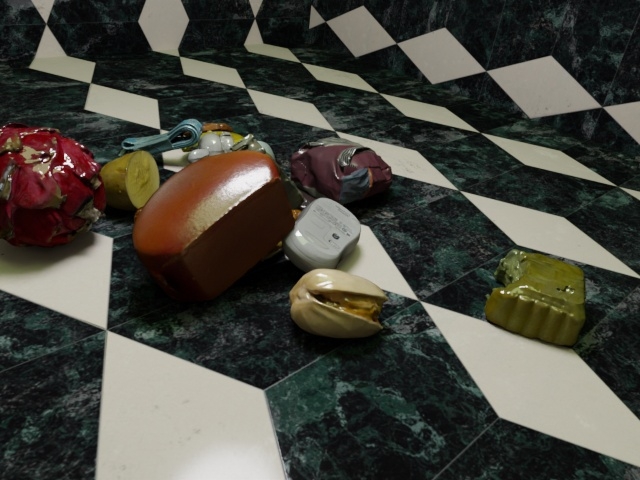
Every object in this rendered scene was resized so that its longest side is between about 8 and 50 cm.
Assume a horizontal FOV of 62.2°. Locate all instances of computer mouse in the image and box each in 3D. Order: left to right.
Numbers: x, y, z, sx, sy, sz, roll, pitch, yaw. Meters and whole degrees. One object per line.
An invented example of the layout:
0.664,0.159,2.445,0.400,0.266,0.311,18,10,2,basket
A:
0.000,0.000,1.431,0.184,0.121,0.297,32,31,0,computer mouse

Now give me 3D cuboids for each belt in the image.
-0.548,-0.341,1.814,0.302,0.087,0.072,-14,36,9,belt

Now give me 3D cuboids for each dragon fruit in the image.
-0.706,-0.132,1.319,0.329,0.329,0.329,6,31,-3,dragon fruit

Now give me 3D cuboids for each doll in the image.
-0.378,-0.330,1.898,0.237,0.111,0.252,-7,28,-24,doll

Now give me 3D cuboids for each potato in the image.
-0.580,-0.164,1.546,0.158,0.178,0.204,-7,45,7,potato

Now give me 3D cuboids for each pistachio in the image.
0.043,0.146,1.196,0.229,0.157,0.157,13,29,-16,pistachio

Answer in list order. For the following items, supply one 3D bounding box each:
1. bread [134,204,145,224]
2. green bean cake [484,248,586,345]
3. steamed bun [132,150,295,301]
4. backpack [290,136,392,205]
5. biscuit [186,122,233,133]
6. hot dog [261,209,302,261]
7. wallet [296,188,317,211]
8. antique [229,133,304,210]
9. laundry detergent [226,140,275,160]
-0.424,-0.062,1.472,0.193,0.064,0.193,4,20,-1,bread
0.544,0.132,1.337,0.232,0.124,0.236,18,33,16,green bean cake
-0.266,-0.050,1.272,0.379,0.235,0.248,-42,51,-21,steamed bun
0.095,-0.235,1.764,0.317,0.197,0.283,-18,38,-37,backpack
-0.431,-0.427,2.052,0.183,0.043,0.280,-2,12,32,biscuit
-0.125,-0.021,1.466,0.252,0.069,0.131,-20,73,-39,hot dog
-0.085,-0.112,1.670,0.229,0.049,0.182,32,36,32,wallet
-0.159,-0.171,1.487,0.150,0.284,0.125,-38,57,-6,antique
-0.241,-0.231,1.628,0.214,0.105,0.280,-11,-4,-13,laundry detergent
